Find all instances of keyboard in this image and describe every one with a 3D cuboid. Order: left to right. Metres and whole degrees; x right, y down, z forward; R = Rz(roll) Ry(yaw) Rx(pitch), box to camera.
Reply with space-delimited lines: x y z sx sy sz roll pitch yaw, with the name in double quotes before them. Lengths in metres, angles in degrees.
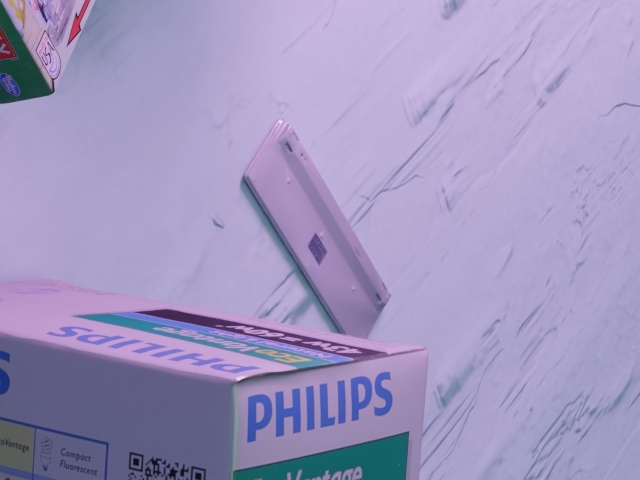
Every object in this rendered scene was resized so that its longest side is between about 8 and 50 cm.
"keyboard" 0.000 0.000 1.777 0.072 0.014 0.256 -55 136 -25

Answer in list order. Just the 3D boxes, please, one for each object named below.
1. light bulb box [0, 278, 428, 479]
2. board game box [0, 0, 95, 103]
"light bulb box" -0.140 0.229 1.333 0.225 0.358 0.361 -5 101 -55
"board game box" -0.202 -0.276 1.331 0.317 0.046 0.213 -75 150 -44
